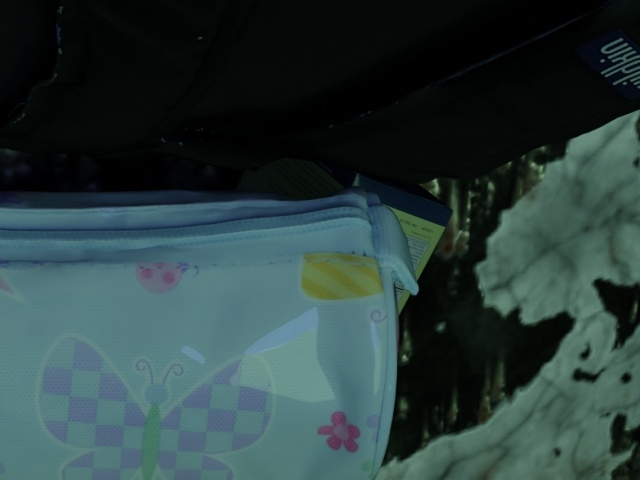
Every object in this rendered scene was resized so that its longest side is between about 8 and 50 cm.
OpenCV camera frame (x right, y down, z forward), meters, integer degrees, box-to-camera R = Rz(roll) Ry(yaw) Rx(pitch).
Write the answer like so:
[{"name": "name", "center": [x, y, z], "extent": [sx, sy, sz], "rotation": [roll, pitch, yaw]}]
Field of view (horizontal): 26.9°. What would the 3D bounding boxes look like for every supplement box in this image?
[{"name": "supplement box", "center": [0.000, 0.000, 0.595], "extent": [0.056, 0.083, 0.083], "rotation": [19, 104, -34]}]

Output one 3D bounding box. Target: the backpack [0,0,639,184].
[{"name": "backpack", "center": [-0.008, -0.132, 0.427], "extent": [0.276, 0.213, 0.263], "rotation": [6, 150, -33]}]

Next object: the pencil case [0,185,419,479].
[{"name": "pencil case", "center": [-0.106, 0.031, 0.484], "extent": [0.273, 0.113, 0.124], "rotation": [3, 116, -6]}]
